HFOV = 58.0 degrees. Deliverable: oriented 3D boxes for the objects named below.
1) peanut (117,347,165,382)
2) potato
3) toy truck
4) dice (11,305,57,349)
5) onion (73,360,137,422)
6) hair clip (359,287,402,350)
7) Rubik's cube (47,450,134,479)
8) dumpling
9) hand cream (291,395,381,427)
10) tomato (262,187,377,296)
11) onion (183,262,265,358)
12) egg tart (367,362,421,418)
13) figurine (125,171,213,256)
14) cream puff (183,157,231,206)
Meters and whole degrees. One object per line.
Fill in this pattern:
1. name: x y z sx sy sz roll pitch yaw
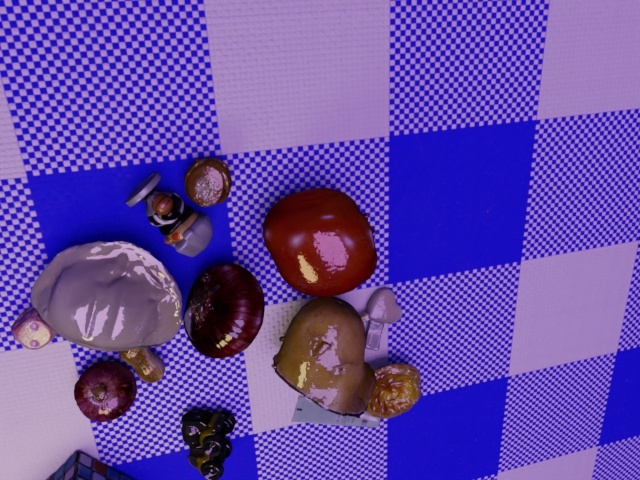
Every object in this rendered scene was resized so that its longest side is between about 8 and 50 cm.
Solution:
1. peanut: -0.540 0.345 1.728 0.087 0.087 0.206 -31 119 -2
2. potato: 0.067 0.344 1.800 0.397 0.290 0.295 26 103 -22
3. toy truck: -0.379 0.664 1.895 0.166 0.147 0.224 10 114 5
4. dice: -0.788 0.240 1.602 0.091 0.093 0.094 -38 119 2
5. onion: -0.635 0.445 1.709 0.177 0.153 0.177 0 104 -1
6. hair clip: 0.185 0.259 1.927 0.159 0.071 0.218 9 105 -18
7. Rubik's cube: -0.743 0.895 1.788 0.292 0.287 0.293 -42 117 3
8. dumpling: -0.549 0.150 1.548 0.395 0.233 0.315 28 111 -18
9. hand cream: 0.065 0.617 2.049 0.321 0.067 0.109 10 110 -16
10. tomato: 0.000 0.000 1.609 0.290 0.325 0.293 -26 120 -8
11. onion: -0.258 0.209 1.670 0.273 0.273 0.285 -51 143 8
12. egg tart: 0.245 0.516 2.030 0.241 0.106 0.240 -6 116 -12
13. figurine: -0.393 -0.062 1.552 0.133 0.176 0.236 -46 114 -8
14. cream puff: -0.305 -0.159 1.573 0.126 0.103 0.143 17 107 -9
